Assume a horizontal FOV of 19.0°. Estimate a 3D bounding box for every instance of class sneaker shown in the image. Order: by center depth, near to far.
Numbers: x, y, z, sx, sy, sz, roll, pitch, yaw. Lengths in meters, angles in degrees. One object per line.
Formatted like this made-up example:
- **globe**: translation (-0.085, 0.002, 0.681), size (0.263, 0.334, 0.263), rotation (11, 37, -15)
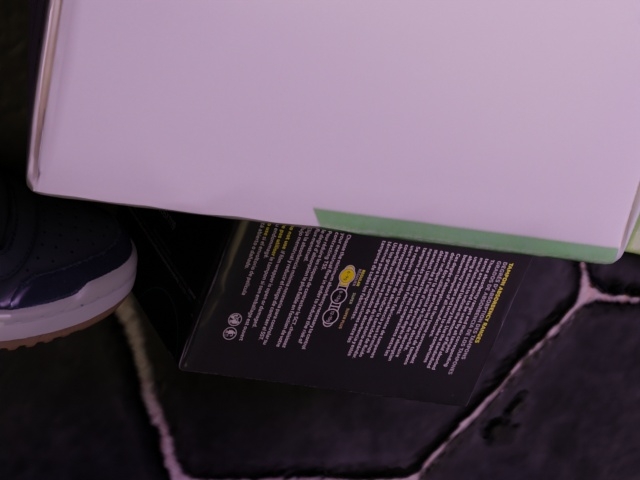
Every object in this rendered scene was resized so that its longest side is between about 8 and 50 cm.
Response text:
- **sneaker**: translation (-0.202, -0.042, 0.820), size (0.282, 0.099, 0.153), rotation (4, 117, -24)

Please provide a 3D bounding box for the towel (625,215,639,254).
- **towel**: translation (0.198, -0.059, 1.049), size (0.113, 0.023, 0.152), rotation (12, 111, -30)

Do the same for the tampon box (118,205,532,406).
- **tampon box**: translation (0.000, 0.000, 0.926), size (0.161, 0.120, 0.101), rotation (10, 113, -30)

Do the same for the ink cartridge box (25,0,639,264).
- **ink cartridge box**: translation (-0.001, -0.118, 0.733), size (0.211, 0.289, 0.121), rotation (7, 116, -11)
